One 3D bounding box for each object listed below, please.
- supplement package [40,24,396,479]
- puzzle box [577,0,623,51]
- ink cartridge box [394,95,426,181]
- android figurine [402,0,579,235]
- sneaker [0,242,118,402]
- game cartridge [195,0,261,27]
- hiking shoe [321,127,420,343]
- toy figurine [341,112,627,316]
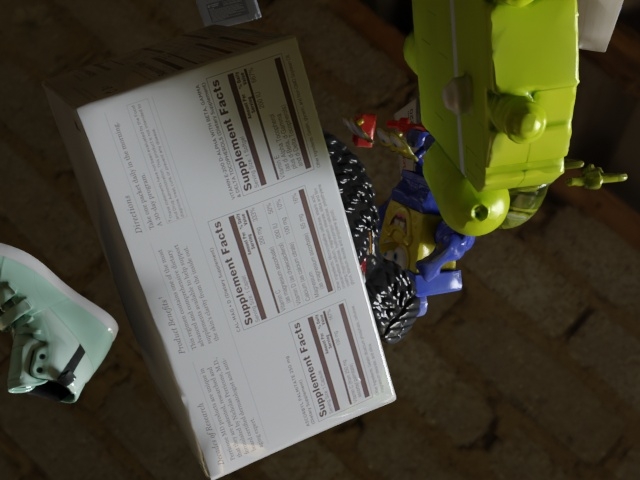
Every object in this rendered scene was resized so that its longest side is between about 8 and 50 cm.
[{"bbox_3d":[-0.079,-0.006,0.722,0.204,0.145,0.262,32,-39,65],"label":"supplement package"},{"bbox_3d":[0.269,-0.368,0.844,0.052,0.272,0.409,12,-13,10],"label":"puzzle box"},{"bbox_3d":[0.208,-0.164,1.617,0.218,0.092,0.159,149,-61,-67],"label":"ink cartridge box"},{"bbox_3d":[0.083,-0.127,0.564,0.273,0.056,0.248,-101,-176,-68],"label":"android figurine"},{"bbox_3d":[-0.396,0.109,1.304,0.256,0.151,0.094,35,-45,-18],"label":"sneaker"},{"bbox_3d":[-0.129,-0.328,1.397,0.017,0.083,0.056,-78,154,-55],"label":"game cartridge"},{"bbox_3d":[0.000,0.000,0.921,0.114,0.086,0.227,-2,-59,45],"label":"hiking shoe"},{"bbox_3d":[0.153,-0.008,1.135,0.362,0.191,0.217,32,-63,59],"label":"toy figurine"}]
